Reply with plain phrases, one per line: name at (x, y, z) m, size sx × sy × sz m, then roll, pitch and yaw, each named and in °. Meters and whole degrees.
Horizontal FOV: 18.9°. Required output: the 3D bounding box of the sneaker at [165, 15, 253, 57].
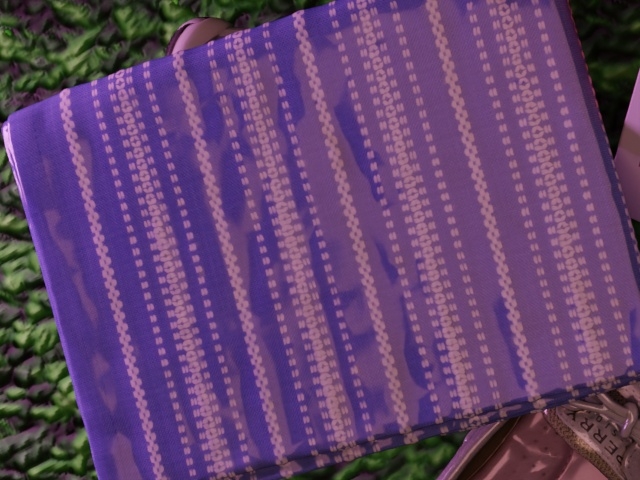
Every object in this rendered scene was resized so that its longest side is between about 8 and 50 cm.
sneaker at (-0.027, -0.012, 1.110) m, size 0.132 × 0.086 × 0.229 m, roll 5°, pitch 99°, yaw 15°

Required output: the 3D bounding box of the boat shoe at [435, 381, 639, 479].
boat shoe at (0.129, 0.136, 1.068) m, size 0.320 × 0.103 × 0.118 m, roll -44°, pitch 83°, yaw 19°

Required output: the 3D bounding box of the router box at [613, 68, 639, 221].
router box at (0.319, -0.065, 0.892) m, size 0.335 × 0.082 × 0.301 m, roll 25°, pitch 147°, yaw 13°

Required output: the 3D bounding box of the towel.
towel at (0.000, 0.000, 1.041) m, size 0.336 × 0.040 × 0.243 m, roll -16°, pitch 89°, yaw 18°
